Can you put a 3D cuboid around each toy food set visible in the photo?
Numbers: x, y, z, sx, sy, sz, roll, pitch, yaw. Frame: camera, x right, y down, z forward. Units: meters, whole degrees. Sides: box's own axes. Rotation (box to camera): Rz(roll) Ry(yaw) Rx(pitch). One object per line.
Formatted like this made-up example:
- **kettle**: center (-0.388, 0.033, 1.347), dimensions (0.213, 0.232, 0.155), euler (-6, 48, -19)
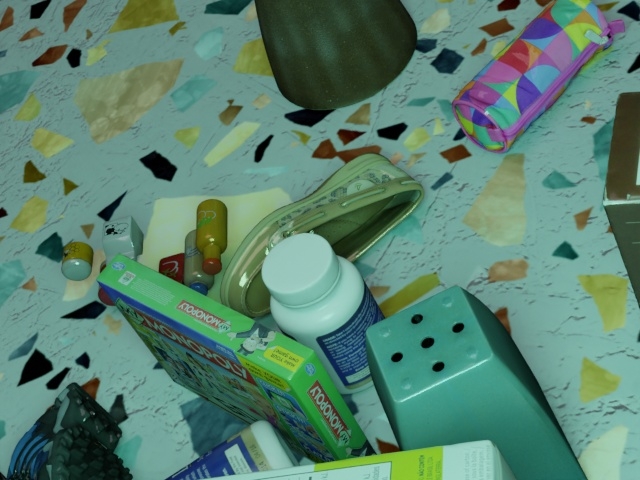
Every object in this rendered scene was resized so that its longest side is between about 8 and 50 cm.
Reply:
- **toy food set**: center (-0.217, 0.039, 1.865), dimensions (0.232, 0.111, 0.104), euler (-14, 46, 12)

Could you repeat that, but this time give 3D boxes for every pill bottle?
- **pill bottle**: center (-0.129, 0.320, 1.545), dimensions (0.265, 0.153, 0.153), euler (-32, 45, -3)
- **pill bottle**: center (0.007, 0.081, 1.662), dimensions (0.112, 0.186, 0.112), euler (-14, 47, 15)

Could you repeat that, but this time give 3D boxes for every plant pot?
- **plant pot**: center (0.145, 0.168, 1.482), dimensions (0.166, 0.234, 0.165), euler (-25, 45, 3)
- **plant pot**: center (-0.004, -0.335, 2.003), dimensions (0.215, 0.230, 0.215), euler (-14, 47, 15)

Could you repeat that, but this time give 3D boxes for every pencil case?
- **pencil case**: center (0.273, -0.217, 1.856), dimensions (0.236, 0.104, 0.104), euler (-45, 47, -13)

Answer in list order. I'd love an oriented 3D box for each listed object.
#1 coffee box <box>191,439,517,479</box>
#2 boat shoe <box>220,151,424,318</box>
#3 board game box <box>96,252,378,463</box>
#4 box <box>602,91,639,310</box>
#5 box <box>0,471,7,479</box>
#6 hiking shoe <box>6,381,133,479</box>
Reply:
- **coffee box**: center (0.037, 0.414, 1.248), dimensions (0.334, 0.337, 0.338), euler (-11, 48, 19)
- **boat shoe**: center (0.000, 0.000, 1.796), dimensions (0.285, 0.104, 0.089), euler (-42, 43, -13)
- **board game box**: center (-0.095, 0.142, 1.642), dimensions (0.317, 0.213, 0.046), euler (23, 65, 40)
- **box**: center (0.400, 0.027, 1.374), dimensions (0.191, 0.381, 0.143), euler (-3, 53, 25)
- **box**: center (-0.371, 0.329, 1.626), dimensions (0.057, 0.201, 0.293), euler (-35, 45, -5)
- **hiking shoe**: center (-0.293, 0.274, 1.664), dimensions (0.132, 0.113, 0.304), euler (-45, 12, 4)
